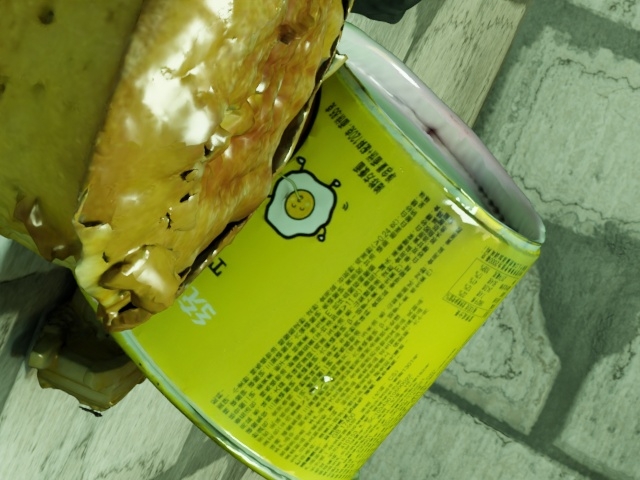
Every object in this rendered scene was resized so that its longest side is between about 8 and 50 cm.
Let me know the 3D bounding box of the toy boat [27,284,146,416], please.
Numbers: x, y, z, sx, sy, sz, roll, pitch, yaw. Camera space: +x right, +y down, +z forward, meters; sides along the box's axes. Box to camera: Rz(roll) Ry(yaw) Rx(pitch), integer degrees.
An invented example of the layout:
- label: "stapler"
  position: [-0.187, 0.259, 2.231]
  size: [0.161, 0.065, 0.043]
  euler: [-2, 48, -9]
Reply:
- label: "toy boat"
  position: [-0.152, 0.044, 1.668]
  size: [0.310, 0.089, 0.115]
  euler: [-48, 158, -53]

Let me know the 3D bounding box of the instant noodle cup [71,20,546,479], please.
- label: "instant noodle cup"
  position: [0.000, 0.000, 1.483]
  size: [0.254, 0.325, 0.325]
  euler: [-44, 174, 14]

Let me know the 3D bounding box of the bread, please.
- label: "bread"
  position: [-0.106, -0.129, 1.213]
  size: [0.337, 0.204, 0.358]
  euler: [75, 39, -70]

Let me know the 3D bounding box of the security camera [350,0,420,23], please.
- label: "security camera"
  position: [0.038, -0.329, 1.463]
  size: [0.191, 0.197, 0.277]
  euler: [101, 11, -76]
